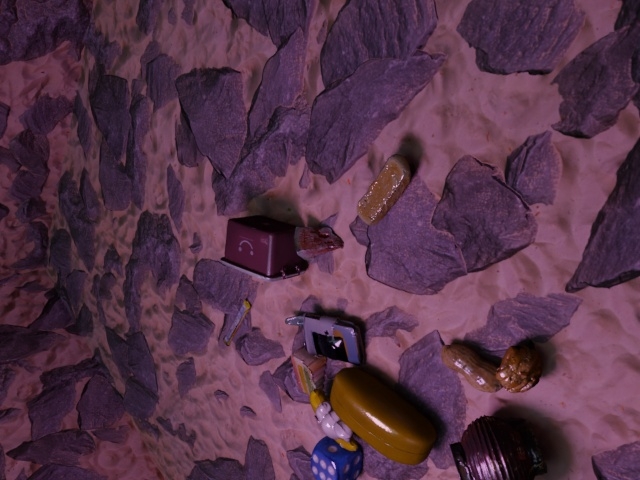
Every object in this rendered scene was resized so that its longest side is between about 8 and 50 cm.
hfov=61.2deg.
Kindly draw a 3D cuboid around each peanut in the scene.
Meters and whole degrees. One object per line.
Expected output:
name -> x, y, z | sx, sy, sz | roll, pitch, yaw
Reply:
peanut -> 0.411, 0.347, 1.476 | 0.193, 0.089, 0.089 | 37, 127, 35

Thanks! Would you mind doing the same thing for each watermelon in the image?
watermelon -> -0.022, -0.001, 1.752 | 0.158, 0.121, 0.098 | -18, 70, 42

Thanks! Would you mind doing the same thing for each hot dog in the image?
hot dog -> 0.186, -0.141, 1.521 | 0.084, 0.073, 0.242 | 53, 136, 22

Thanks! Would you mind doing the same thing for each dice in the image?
dice -> 0.059, 0.786, 1.924 | 0.143, 0.146, 0.146 | 17, 112, 42

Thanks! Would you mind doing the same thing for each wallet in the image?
wallet -> 0.036, 0.333, 1.812 | 0.231, 0.069, 0.170 | 7, 117, 33

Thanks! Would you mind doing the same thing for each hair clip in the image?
hair clip -> -0.026, 0.290, 1.900 | 0.229, 0.036, 0.066 | 1, 111, 32

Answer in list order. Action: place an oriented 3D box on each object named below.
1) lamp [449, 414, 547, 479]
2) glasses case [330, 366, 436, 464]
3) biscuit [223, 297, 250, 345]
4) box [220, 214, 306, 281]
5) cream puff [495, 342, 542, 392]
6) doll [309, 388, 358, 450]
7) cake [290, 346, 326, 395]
lamp -> 0.464, 0.574, 1.411 | 0.247, 0.247, 0.247 | 17, 115, 39
glasses case -> 0.183, 0.536, 1.692 | 0.371, 0.173, 0.141 | 32, 120, 32
biscuit -> -0.350, 0.344, 2.241 | 0.048, 0.026, 0.292 | 52, 133, 23
box -> -0.194, 0.018, 1.870 | 0.294, 0.193, 0.167 | 17, 107, 40
cream puff -> 0.500, 0.326, 1.362 | 0.104, 0.119, 0.133 | 24, 149, 16
doll -> 0.051, 0.617, 1.850 | 0.237, 0.111, 0.252 | 49, 164, 39
cake -> -0.033, 0.485, 1.978 | 0.109, 0.090, 0.225 | 24, 138, 34
